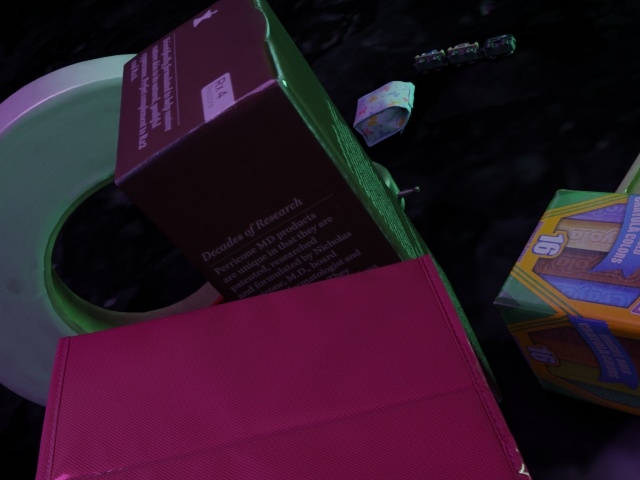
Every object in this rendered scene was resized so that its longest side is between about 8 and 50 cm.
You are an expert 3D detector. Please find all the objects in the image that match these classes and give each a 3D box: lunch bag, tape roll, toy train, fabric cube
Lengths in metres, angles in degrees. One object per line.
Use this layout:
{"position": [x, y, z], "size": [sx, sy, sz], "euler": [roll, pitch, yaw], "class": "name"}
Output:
{"position": [0.093, -0.178, 1.078], "size": [0.083, 0.053, 0.071], "euler": [-27, 33, 28], "class": "lunch bag"}
{"position": [-0.176, 0.009, 0.790], "size": [0.392, 0.392, 0.072], "euler": [-36, 35, -1], "class": "tape roll"}
{"position": [0.203, -0.267, 1.113], "size": [0.158, 0.027, 0.036], "euler": [-5, 42, 35], "class": "toy train"}
{"position": [-0.012, 0.203, 0.493], "size": [0.258, 0.254, 0.259], "euler": [-12, 36, -2], "class": "fabric cube"}

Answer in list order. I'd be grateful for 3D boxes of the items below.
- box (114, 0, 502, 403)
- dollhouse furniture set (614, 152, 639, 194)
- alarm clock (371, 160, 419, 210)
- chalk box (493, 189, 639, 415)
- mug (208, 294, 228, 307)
{"position": [0.000, 0.000, 0.660], "size": [0.143, 0.381, 0.191], "euler": [-29, 36, 10], "class": "box"}
{"position": [0.354, -0.100, 0.710], "size": [0.151, 0.123, 0.144], "euler": [14, 57, 47], "class": "dollhouse furniture set"}
{"position": [0.021, -0.045, 0.977], "size": [0.192, 0.064, 0.129], "euler": [10, 55, 49], "class": "alarm clock"}
{"position": [0.270, 0.055, 0.594], "size": [0.213, 0.132, 0.132], "euler": [9, 53, 46], "class": "chalk box"}
{"position": [-0.077, 0.139, 0.797], "size": [0.169, 0.113, 0.150], "euler": [-28, 53, 17], "class": "mug"}
